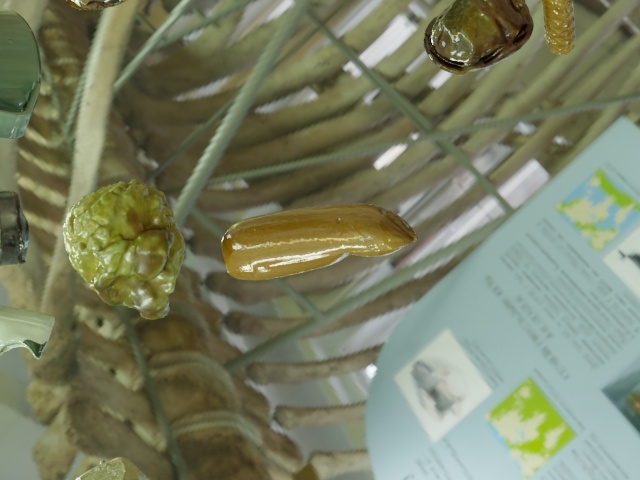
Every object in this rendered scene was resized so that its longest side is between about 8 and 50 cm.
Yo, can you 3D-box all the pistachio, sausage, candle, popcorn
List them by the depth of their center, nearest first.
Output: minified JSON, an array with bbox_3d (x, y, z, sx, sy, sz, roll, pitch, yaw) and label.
[{"bbox_3d":[0.247,-0.337,1.593,0.165,0.210,0.130,19,149,35],"label":"pistachio"},{"bbox_3d":[-0.001,-0.005,1.788,0.134,0.354,0.116,-24,-76,-70],"label":"sausage"},{"bbox_3d":[-0.343,0.022,1.829,0.251,0.206,0.237,61,164,7],"label":"popcorn"},{"bbox_3d":[-0.855,-0.021,2.351,0.330,0.187,0.187,-4,-147,-21],"label":"candle"}]

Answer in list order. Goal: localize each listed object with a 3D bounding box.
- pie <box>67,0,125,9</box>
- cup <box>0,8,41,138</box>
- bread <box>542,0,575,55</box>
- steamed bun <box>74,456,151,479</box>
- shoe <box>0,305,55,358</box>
[{"bbox_3d":[-0.318,-0.469,1.650,0.069,0.273,0.273,45,-172,-31],"label":"pie"},{"bbox_3d":[-0.882,-0.412,2.433,0.401,0.310,0.392,11,-168,39],"label":"cup"},{"bbox_3d":[0.371,-0.346,1.568,0.052,0.044,0.157,56,177,32],"label":"bread"},{"bbox_3d":[-0.408,0.543,2.073,0.239,0.170,0.152,61,177,-41],"label":"steamed bun"},{"bbox_3d":[-0.722,0.195,2.207,0.265,0.110,0.095,6,168,-3],"label":"shoe"}]
